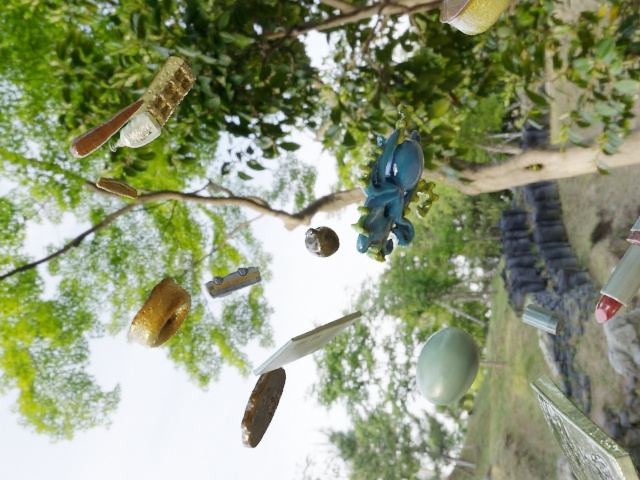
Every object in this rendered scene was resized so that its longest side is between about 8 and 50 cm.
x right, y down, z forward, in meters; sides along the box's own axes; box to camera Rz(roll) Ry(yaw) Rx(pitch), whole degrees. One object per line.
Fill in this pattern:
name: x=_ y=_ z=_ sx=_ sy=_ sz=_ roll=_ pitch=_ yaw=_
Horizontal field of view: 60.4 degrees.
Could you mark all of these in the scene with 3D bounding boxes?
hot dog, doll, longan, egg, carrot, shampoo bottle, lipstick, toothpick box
hot dog: x=-0.630 y=-0.167 z=1.710 sx=0.137 sy=0.028 sz=0.044 roll=18 pitch=-86 yaw=-46
doll: x=0.169 y=-0.120 z=1.347 sx=0.341 sy=0.099 sz=0.346 roll=-59 pitch=-38 yaw=-10
longan: x=0.000 y=0.000 z=1.646 sx=0.119 sy=0.106 sz=0.106 roll=38 pitch=-133 yaw=-34
egg: x=0.362 y=0.360 z=1.574 sx=0.230 sy=0.168 sz=0.168 roll=-68 pitch=-22 yaw=0
carrot: x=-0.510 y=-0.272 z=1.323 sx=0.048 sy=0.216 sz=0.048 roll=51 pitch=174 yaw=7
shampoo bottle: x=-0.529 y=-0.295 z=1.551 sx=0.077 sy=0.152 sz=0.045 roll=54 pitch=-169 yaw=-27
lipstick: x=0.476 y=0.047 z=0.837 sx=0.186 sy=0.063 sz=0.057 roll=-60 pitch=-6 yaw=5
toothpick box: x=0.538 y=0.189 z=1.327 sx=0.052 sy=0.083 sz=0.052 roll=-21 pitch=-59 yaw=-40

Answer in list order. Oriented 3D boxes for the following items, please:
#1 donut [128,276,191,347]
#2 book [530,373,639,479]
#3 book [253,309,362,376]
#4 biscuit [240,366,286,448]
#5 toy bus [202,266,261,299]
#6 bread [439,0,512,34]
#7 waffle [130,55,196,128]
donut: x=-0.403 y=0.192 z=1.415 sx=0.190 sy=0.075 sz=0.174 roll=-56 pitch=-11 yaw=-29
book: x=0.518 y=0.427 z=1.027 sx=0.371 sy=0.043 sz=0.260 roll=-58 pitch=-57 yaw=-85
book: x=-0.036 y=0.261 z=1.382 sx=0.215 sy=0.282 sz=0.025 roll=-16 pitch=-109 yaw=-35
biscuit: x=-0.185 y=0.520 z=1.760 sx=0.257 sy=0.049 sz=0.272 roll=86 pitch=-156 yaw=-51
toy bus: x=-0.294 y=0.139 z=1.845 sx=0.075 sy=0.191 sz=0.064 roll=70 pitch=163 yaw=-3
bread: x=0.428 y=-0.681 z=1.449 sx=0.269 sy=0.148 sz=0.269 roll=-58 pitch=15 yaw=26
waffle: x=-0.535 y=-0.483 z=1.865 sx=0.274 sy=0.057 sz=0.168 roll=-55 pitch=-5 yaw=-4
